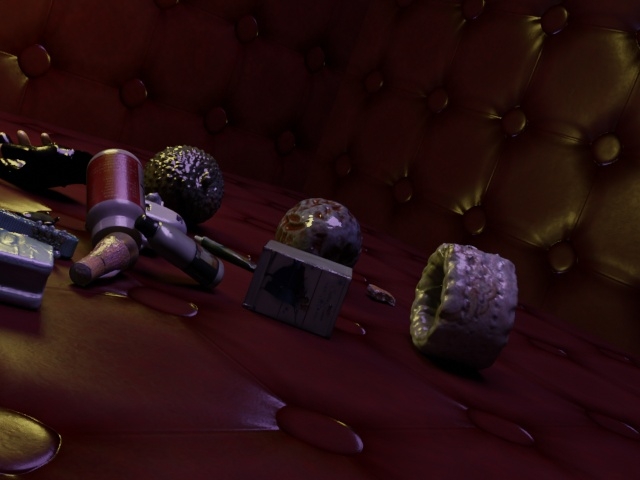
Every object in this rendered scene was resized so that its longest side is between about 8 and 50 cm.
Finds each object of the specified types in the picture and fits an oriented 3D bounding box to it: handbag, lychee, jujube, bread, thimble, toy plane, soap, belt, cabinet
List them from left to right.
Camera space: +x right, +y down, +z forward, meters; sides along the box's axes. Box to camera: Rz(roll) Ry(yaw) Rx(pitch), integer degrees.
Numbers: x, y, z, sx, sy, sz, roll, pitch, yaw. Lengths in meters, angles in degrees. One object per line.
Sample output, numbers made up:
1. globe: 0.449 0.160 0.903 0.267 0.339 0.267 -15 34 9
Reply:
1. soap: -0.557 0.025 1.253 0.230 0.091 0.145 18 8 -24
2. belt: -0.582 -0.014 1.567 0.179 0.065 0.100 19 0 3
3. handbag: -0.614 -0.038 1.678 0.072 0.047 0.111 22 6 21
4. toy plane: -0.450 -0.045 1.920 0.244 0.117 0.245 24 23 -11
5. lychee: -0.421 -0.161 2.356 0.274 0.255 0.255 -13 -13 35
6. cabinet: -0.049 0.105 1.761 0.206 0.145 0.150 20 8 0
7. jujube: -0.006 -0.006 2.259 0.215 0.246 0.308 62 -20 -18
8. bread: 0.181 0.163 2.334 0.083 0.035 0.070 24 6 -25
9. thimble: 0.350 0.155 1.902 0.195 0.292 0.291 18 8 -9

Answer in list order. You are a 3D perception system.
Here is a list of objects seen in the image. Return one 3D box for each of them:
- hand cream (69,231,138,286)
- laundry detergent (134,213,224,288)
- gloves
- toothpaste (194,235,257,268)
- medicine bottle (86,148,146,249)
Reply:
1. hand cream: -0.428 0.041 1.526 0.084 0.084 0.203 21 13 3
2. laundry detergent: -0.313 0.018 1.707 0.225 0.070 0.099 39 14 -32
3. gloves: -0.774 -0.218 2.114 0.301 0.152 0.197 23 1 16
4. toothpaste: -0.258 0.034 2.128 0.204 0.032 0.049 25 9 15
5. medicine bottle: -0.459 -0.085 1.755 0.131 0.131 0.250 15 40 -31
